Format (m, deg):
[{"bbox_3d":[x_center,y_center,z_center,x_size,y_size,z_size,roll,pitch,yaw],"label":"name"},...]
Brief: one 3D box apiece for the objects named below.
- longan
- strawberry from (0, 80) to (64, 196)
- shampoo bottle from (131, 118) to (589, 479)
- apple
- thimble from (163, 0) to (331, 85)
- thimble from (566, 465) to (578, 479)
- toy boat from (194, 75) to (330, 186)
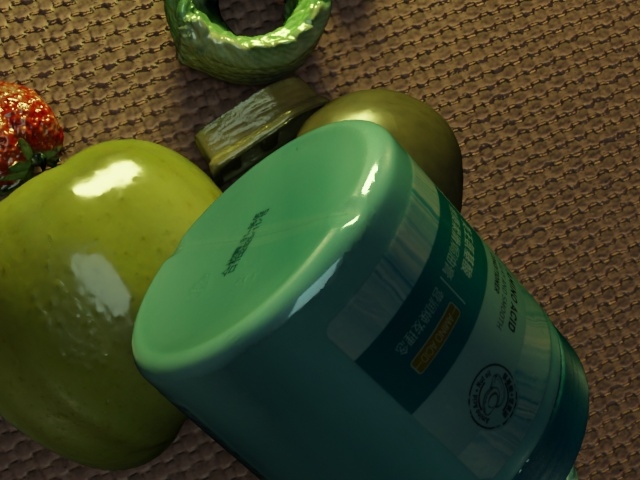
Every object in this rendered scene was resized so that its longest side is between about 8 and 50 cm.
[{"bbox_3d":[0.076,-0.079,1.048,0.248,0.248,0.248,1,86,-9],"label":"longan"},{"bbox_3d":[-0.396,-0.138,1.021,0.131,0.131,0.148,-30,99,-10],"label":"strawberry"},{"bbox_3d":[0.037,0.105,0.832,0.331,0.331,0.343,-48,114,-9],"label":"shampoo bottle"},{"bbox_3d":[-0.236,0.074,1.001,0.320,0.312,0.360,-33,95,17],"label":"apple"},{"bbox_3d":[-0.097,-0.308,1.067,0.218,0.150,0.219,1,86,-10],"label":"thimble"},{"bbox_3d":[0.225,0.335,1.081,0.198,0.143,0.235,32,84,-5],"label":"thimble"},{"bbox_3d":[-0.077,-0.152,1.079,0.188,0.116,0.061,-34,85,-9],"label":"toy boat"}]
